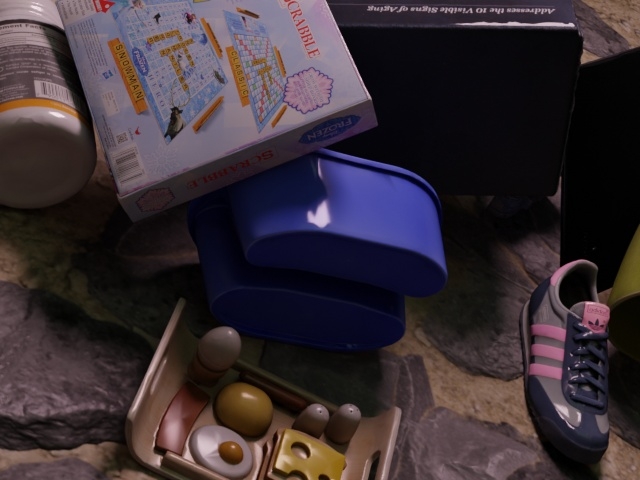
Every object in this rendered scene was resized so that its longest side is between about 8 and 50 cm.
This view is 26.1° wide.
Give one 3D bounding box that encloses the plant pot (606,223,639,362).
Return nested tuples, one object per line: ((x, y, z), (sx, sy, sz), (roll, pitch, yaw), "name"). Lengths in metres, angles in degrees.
((0.573, 0.014, 2.030), (0.275, 0.275, 0.293), (23, 61, -13), "plant pot")

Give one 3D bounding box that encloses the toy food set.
((-0.059, 0.205, 1.592), (0.306, 0.092, 0.220), (26, 37, -7), "toy food set")

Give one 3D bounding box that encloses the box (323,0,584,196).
((0.101, -0.319, 2.014), (0.480, 0.297, 0.472), (1, 40, 0), "box")

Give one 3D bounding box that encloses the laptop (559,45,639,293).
((0.465, -0.158, 2.190), (0.236, 0.382, 0.408), (-3, 25, 1), "laptop")

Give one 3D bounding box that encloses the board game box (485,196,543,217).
((0.352, -0.113, 2.202), (0.060, 0.194, 0.194), (39, 56, 10), "board game box")

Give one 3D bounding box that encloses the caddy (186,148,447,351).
((0.000, 0.000, 1.750), (0.341, 0.241, 0.179), (12, 45, -25), "caddy")

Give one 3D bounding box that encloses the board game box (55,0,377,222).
((-0.133, -0.218, 1.686), (0.318, 0.066, 0.319), (-21, 61, 0), "board game box")

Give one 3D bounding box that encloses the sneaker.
((0.353, 0.157, 1.911), (0.112, 0.131, 0.319), (17, 39, -20), "sneaker")

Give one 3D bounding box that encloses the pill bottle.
((-0.378, -0.186, 1.757), (0.162, 0.162, 0.278), (10, 41, -27), "pill bottle")
